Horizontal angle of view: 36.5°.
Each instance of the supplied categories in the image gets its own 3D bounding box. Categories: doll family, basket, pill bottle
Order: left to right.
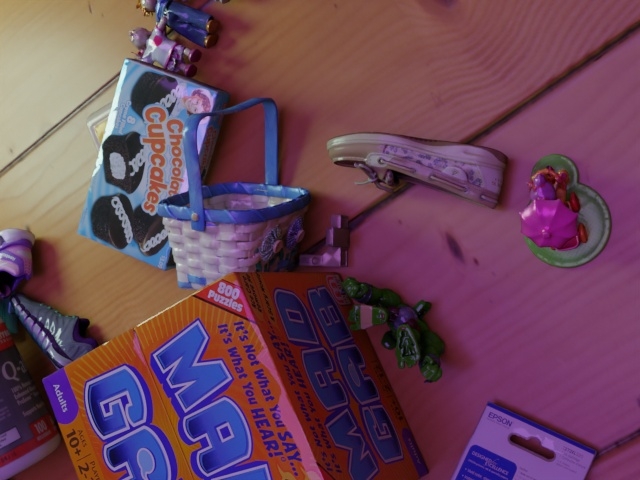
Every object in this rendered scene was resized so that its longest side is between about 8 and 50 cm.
[{"bbox_3d":[-0.629,0.249,1.717,0.210,0.210,0.363,-25,92,21],"label":"pill bottle"},{"bbox_3d":[-0.243,-0.417,1.684,0.163,0.118,0.263,30,118,16],"label":"doll family"},{"bbox_3d":[-0.130,-0.072,1.536,0.201,0.255,0.289,2,107,28],"label":"basket"}]

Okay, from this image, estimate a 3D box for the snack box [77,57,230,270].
[{"bbox_3d":[-0.289,-0.131,1.670,0.187,0.060,0.322,21,102,16],"label":"snack box"}]

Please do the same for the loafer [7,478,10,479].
[{"bbox_3d":[-0.601,0.448,1.827,0.039,0.045,0.125,-9,81,16],"label":"loafer"}]

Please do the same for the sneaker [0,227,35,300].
[{"bbox_3d":[-0.628,0.072,1.818,0.236,0.095,0.105,-29,69,19],"label":"sneaker"}]

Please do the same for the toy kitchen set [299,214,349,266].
[{"bbox_3d":[0.000,0.000,1.567,0.075,0.068,0.083,0,87,24],"label":"toy kitchen set"}]

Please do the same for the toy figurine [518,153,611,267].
[{"bbox_3d":[0.331,-0.049,1.375,0.130,0.159,0.173,-14,82,22],"label":"toy figurine"}]

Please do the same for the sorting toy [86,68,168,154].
[{"bbox_3d":[-0.317,-0.177,1.730,0.193,0.038,0.208,-27,77,20],"label":"sorting toy"}]

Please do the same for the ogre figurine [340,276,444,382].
[{"bbox_3d":[0.124,0.132,1.481,0.197,0.118,0.097,26,102,24],"label":"ogre figurine"}]

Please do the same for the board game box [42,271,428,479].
[{"bbox_3d":[-0.115,0.281,1.448,0.356,0.356,0.356,-29,77,20],"label":"board game box"}]

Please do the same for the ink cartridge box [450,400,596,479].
[{"bbox_3d":[0.246,0.439,1.404,0.175,0.069,0.371,23,77,21],"label":"ink cartridge box"}]

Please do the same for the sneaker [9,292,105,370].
[{"bbox_3d":[-0.482,0.159,1.784,0.098,0.083,0.223,-36,58,-19],"label":"sneaker"}]

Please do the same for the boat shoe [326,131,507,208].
[{"bbox_3d":[0.139,-0.110,1.491,0.285,0.104,0.089,8,88,23],"label":"boat shoe"}]

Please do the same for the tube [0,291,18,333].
[{"bbox_3d":[-0.675,0.150,1.870,0.207,0.052,0.080,-8,89,18],"label":"tube"}]
